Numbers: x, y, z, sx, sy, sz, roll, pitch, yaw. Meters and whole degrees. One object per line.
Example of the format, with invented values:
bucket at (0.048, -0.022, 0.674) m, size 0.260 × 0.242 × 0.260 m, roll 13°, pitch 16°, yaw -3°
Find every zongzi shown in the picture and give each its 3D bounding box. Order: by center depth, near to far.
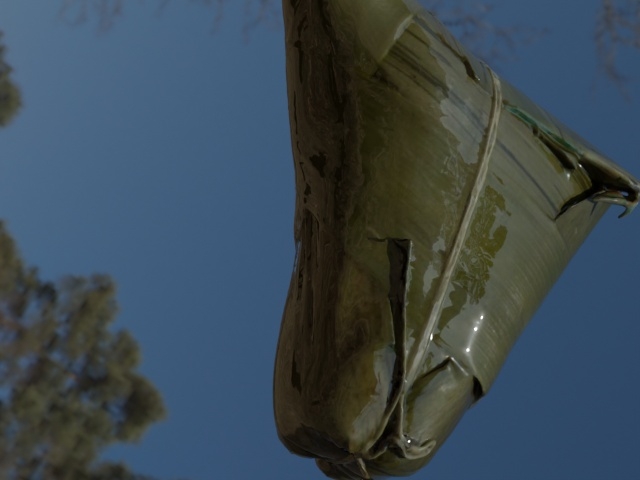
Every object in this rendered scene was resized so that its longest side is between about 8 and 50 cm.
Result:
zongzi at (0.000, 0.000, 1.110) m, size 0.447 × 0.418 × 0.181 m, roll -54°, pitch -162°, yaw -26°
